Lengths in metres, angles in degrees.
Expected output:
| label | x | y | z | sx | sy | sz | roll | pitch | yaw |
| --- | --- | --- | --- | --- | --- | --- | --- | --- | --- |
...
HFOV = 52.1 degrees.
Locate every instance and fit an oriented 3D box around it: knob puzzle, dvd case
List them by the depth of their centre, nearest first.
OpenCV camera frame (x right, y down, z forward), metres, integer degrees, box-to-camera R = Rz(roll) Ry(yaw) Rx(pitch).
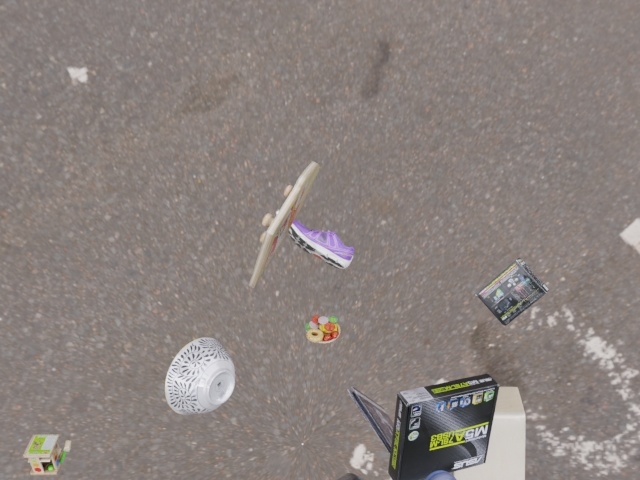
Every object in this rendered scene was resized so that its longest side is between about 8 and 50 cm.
| label | x | y | z | sx | sy | sz | roll | pitch | yaw |
| --- | --- | --- | --- | --- | --- | --- | --- | --- | --- |
| knob puzzle | -0.054 | -0.045 | 0.976 | 0.030 | 0.213 | 0.213 | 28 | 74 | 2 |
| dvd case | 0.147 | 0.409 | 1.344 | 0.018 | 0.164 | 0.221 | -41 | 49 | 4 |

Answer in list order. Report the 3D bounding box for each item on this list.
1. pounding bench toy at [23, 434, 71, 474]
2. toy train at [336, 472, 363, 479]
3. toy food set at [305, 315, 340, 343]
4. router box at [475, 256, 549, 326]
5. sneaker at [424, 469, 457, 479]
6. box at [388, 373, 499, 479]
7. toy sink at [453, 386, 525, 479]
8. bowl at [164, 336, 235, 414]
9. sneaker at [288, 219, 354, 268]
| label | x | y | z | sx | sy | sz | roll | pitch | yaw |
| --- | --- | --- | --- | --- | --- | --- | --- | --- | --- |
| pounding bench toy | -0.525 | 0.423 | 1.285 | 0.083 | 0.065 | 0.052 | -1 | 33 | 1 |
| toy train | -0.031 | 0.376 | 0.619 | 0.333 | 0.142 | 0.190 | -30 | 80 | -12 |
| toy food set | 0.005 | 0.208 | 1.540 | 0.083 | 0.020 | 0.083 | -2 | 40 | -3 |
| router box | 0.407 | 0.109 | 1.390 | 0.092 | 0.038 | 0.122 | 50 | 117 | 12 |
| sneaker | 0.144 | 0.316 | 0.798 | 0.053 | 0.144 | 0.059 | -16 | 40 | -1 |
| box | 0.220 | 0.339 | 1.173 | 0.190 | 0.045 | 0.184 | -6 | 113 | -20 |
| toy sink | 0.370 | 0.456 | 1.459 | 0.152 | 0.131 | 0.234 | -3 | 107 | 10 |
| bowl | -0.232 | 0.294 | 1.363 | 0.080 | 0.170 | 0.170 | 14 | 69 | 39 |
| sneaker | 0.000 | 0.000 | 1.509 | 0.169 | 0.068 | 0.071 | 32 | 71 | -4 |
